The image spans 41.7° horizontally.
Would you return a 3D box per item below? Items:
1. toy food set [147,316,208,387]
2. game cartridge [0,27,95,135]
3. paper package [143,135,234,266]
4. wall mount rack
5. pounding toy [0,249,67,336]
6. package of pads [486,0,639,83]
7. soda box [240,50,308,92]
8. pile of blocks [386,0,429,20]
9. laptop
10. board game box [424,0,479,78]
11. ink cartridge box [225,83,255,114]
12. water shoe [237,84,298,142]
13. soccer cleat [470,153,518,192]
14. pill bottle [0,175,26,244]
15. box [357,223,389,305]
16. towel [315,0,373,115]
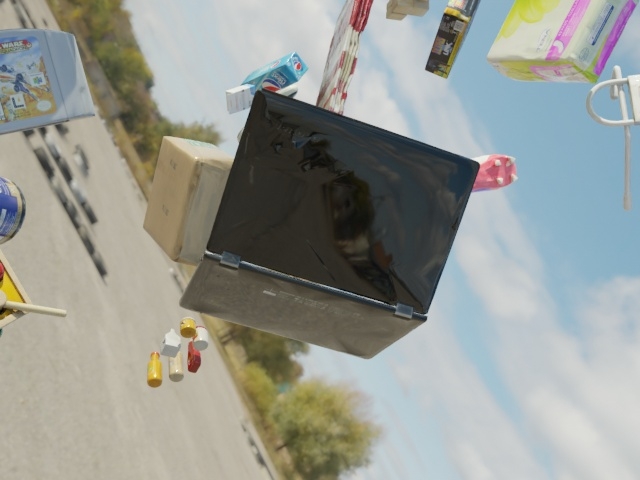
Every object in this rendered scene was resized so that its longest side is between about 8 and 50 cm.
[{"bbox_3d":[-0.359,0.270,2.144,0.232,0.111,0.104,-59,-153,30],"label":"toy food set"},{"bbox_3d":[-0.613,-0.312,1.654,0.062,0.297,0.198,5,-70,61],"label":"game cartridge"},{"bbox_3d":[-0.358,-0.116,2.382,0.325,0.168,0.309,33,-69,60],"label":"paper package"},{"bbox_3d":[0.737,-0.230,1.758,0.130,0.350,0.304,61,27,-66],"label":"wall mount rack"},{"bbox_3d":[-0.454,0.083,1.156,0.141,0.100,0.130,61,26,-6],"label":"pounding toy"},{"bbox_3d":[0.498,-0.440,1.745,0.101,0.229,0.296,28,0,-26],"label":"package of pads"},{"bbox_3d":[-0.137,-0.481,2.471,0.210,0.071,0.067,-13,-55,46],"label":"soda box"},{"bbox_3d":[0.256,-0.694,2.010,0.149,0.112,0.362,-102,-157,-44],"label":"pile of blocks"},{"bbox_3d":[0.000,0.000,1.434,0.408,0.382,0.236,129,-24,-61],"label":"laptop"},{"bbox_3d":[0.239,-0.386,1.453,0.048,0.141,0.170,23,-22,4],"label":"board game box"},{"bbox_3d":[-0.184,-0.317,1.885,0.028,0.083,0.048,20,-56,38],"label":"ink cartridge box"},{"bbox_3d":[-0.110,-0.288,2.024,0.080,0.203,0.073,47,22,-1],"label":"water shoe"},{"bbox_3d":[0.256,-0.120,1.577,0.095,0.248,0.083,-6,-88,64],"label":"soccer cleat"},{"bbox_3d":[-0.581,-0.060,1.331,0.123,0.123,0.219,61,11,13],"label":"pill bottle"},{"bbox_3d":[0.082,0.004,1.457,0.186,0.038,0.145,59,13,-34],"label":"box"},{"bbox_3d":[0.031,-0.293,1.513,0.237,0.037,0.329,138,-35,-74],"label":"towel"}]
